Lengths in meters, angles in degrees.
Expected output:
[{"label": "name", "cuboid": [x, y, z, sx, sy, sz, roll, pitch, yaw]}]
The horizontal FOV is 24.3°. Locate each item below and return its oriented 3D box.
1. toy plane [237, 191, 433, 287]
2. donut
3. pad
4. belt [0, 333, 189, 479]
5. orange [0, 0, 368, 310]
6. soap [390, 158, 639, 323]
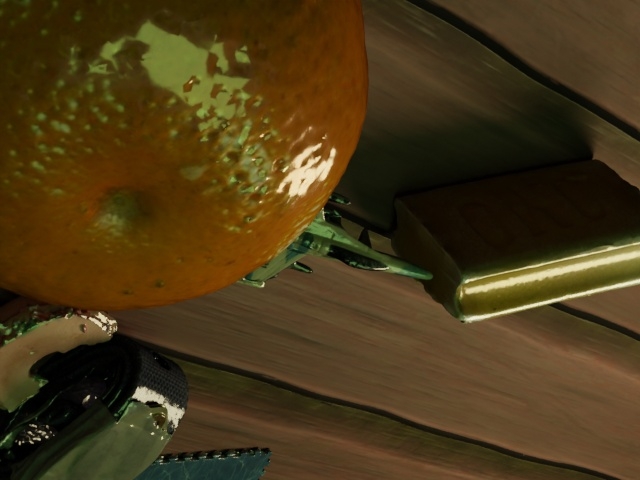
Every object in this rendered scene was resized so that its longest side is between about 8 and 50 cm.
[{"label": "toy plane", "cuboid": [-0.001, -0.007, 1.594, 0.262, 0.088, 0.192, 13, 127, -22]}, {"label": "donut", "cuboid": [-0.307, 0.103, 1.547, 0.166, 0.065, 0.117, -37, 141, 6]}, {"label": "pad", "cuboid": [-0.216, 0.366, 1.918, 0.269, 0.012, 0.269, -1, 132, -31]}, {"label": "belt", "cuboid": [-0.261, 0.199, 1.616, 0.230, 0.139, 0.126, -39, 141, 12]}, {"label": "orange", "cuboid": [-0.165, -0.147, 1.179, 0.424, 0.326, 0.424, -3, 139, -3]}, {"label": "soap", "cuboid": [0.236, -0.004, 1.691, 0.274, 0.173, 0.089, -12, 129, -22]}]
